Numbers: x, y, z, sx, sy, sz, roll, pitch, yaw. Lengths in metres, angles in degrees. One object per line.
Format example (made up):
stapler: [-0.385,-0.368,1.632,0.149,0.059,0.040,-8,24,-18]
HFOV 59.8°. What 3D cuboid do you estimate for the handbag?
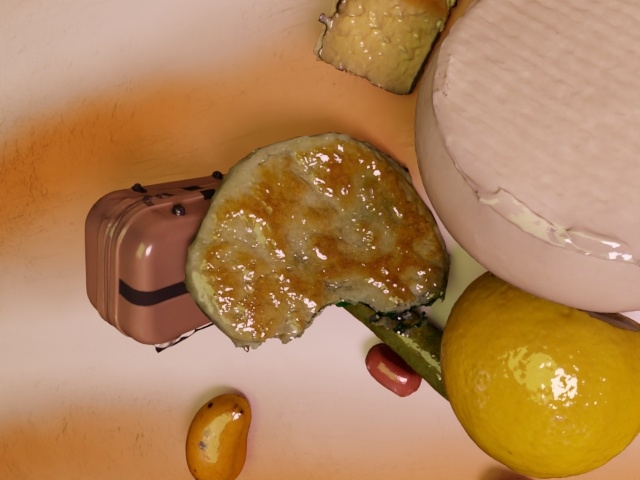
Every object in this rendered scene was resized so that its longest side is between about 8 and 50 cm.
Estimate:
handbag: [-0.206,0.047,0.862,0.149,0.302,0.283,29,116,25]

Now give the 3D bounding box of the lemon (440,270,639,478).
lemon: [0.257,0.162,0.665,0.240,0.240,0.219,22,99,23]

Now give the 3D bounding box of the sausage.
sausage: [0.110,0.199,0.852,0.094,0.059,0.054,34,125,14]

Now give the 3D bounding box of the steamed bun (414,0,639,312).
steamed bun: [0.285,-0.102,0.589,0.374,0.241,0.374,-3,69,9]

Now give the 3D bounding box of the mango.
mango: [-0.188,0.362,1.017,0.115,0.090,0.178,12,100,15]

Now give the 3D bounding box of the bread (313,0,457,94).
bread: [0.101,-0.343,0.741,0.178,0.142,0.266,19,110,-19]

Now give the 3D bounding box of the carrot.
carrot: [0.096,0.114,0.843,0.358,0.074,0.074,39,113,20]

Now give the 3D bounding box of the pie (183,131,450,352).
pie: [0.000,0.000,0.759,0.371,0.078,0.296,-6,85,-15]
